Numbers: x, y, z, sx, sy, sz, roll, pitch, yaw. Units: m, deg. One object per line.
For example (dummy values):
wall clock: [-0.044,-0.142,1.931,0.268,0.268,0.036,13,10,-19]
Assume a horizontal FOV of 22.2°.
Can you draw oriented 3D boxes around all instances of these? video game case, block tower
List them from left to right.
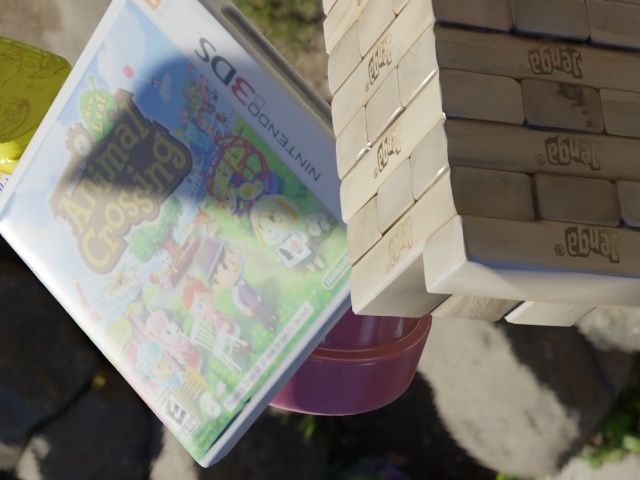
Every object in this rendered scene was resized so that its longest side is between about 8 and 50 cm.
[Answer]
video game case: [-0.069,-0.014,0.844,0.193,0.023,0.212,47,127,12]
block tower: [0.054,-0.128,0.599,0.091,0.336,0.097,4,155,-20]

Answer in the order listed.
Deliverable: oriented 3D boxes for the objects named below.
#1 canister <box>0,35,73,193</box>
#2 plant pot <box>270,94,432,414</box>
canister: [-0.167,-0.041,1.020,0.126,0.073,0.170,20,154,37]
plant pot: [0.000,0.000,1.212,0.201,0.201,0.180,20,120,6]
